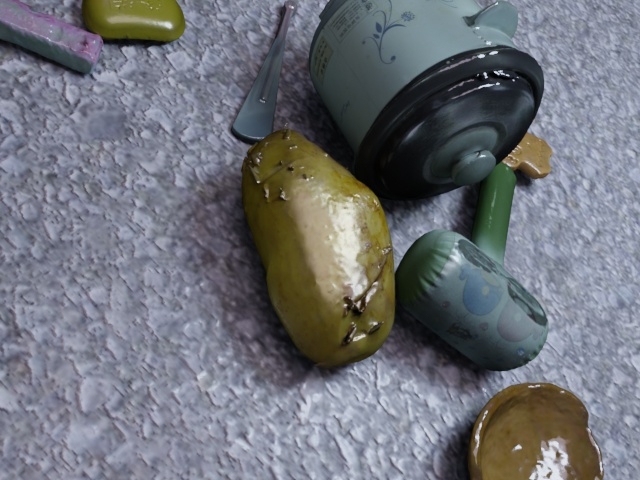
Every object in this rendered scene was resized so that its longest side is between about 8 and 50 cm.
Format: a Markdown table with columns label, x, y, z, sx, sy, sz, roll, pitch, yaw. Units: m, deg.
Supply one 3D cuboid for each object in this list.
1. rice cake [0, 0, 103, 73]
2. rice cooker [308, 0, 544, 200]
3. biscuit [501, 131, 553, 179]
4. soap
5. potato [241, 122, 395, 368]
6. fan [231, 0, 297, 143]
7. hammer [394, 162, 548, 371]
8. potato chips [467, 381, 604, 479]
| label | x | y | z | sx | sy | sz | roll | pitch | yaw |
| --- | --- | --- | --- | --- | --- | --- | --- | --- | --- |
| rice cake | -0.417 | -0.300 | 0.905 | 0.290 | 0.051 | 0.081 | 23 | 42 | -10 |
| rice cooker | 0.138 | -0.199 | 0.940 | 0.264 | 0.316 | 0.317 | 7 | 58 | -45 |
| biscuit | 0.287 | -0.163 | 1.122 | 0.184 | 0.027 | 0.133 | 35 | 45 | 7 |
| soap | -0.257 | -0.314 | 0.982 | 0.140 | 0.045 | 0.089 | -5 | 60 | -25 |
| potato | 0.000 | 0.000 | 0.858 | 0.172 | 0.140 | 0.300 | -11 | 71 | -30 |
| fan | -0.076 | -0.256 | 1.039 | 0.057 | 0.023 | 0.282 | 13 | 58 | -5 |
| hammer | 0.219 | 0.004 | 0.964 | 0.206 | 0.119 | 0.336 | 40 | 44 | -18 |
| potato chips | 0.254 | 0.267 | 0.866 | 0.195 | 0.062 | 0.208 | 36 | 54 | -7 |
